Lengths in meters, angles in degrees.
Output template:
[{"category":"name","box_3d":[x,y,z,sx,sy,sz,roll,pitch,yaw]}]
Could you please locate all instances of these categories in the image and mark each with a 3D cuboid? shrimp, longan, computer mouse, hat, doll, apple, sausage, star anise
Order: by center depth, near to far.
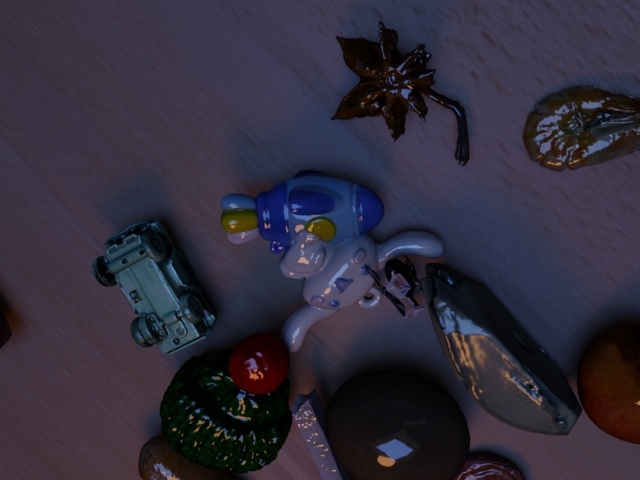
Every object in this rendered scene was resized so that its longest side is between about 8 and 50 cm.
[{"category":"shrimp","box_3d":[0.529,-0.218,1.224,0.295,0.062,0.153,-9,96,13]},{"category":"star anise","box_3d":[0.153,-0.264,1.237,0.346,0.148,0.237,39,128,-4]},{"category":"apple","box_3d":[0.607,0.268,1.238,0.230,0.230,0.229,2,104,9]},{"category":"computer mouse","box_3d":[0.328,0.226,1.281,0.145,0.228,0.429,-40,97,24]},{"category":"doll","box_3d":[0.003,0.001,1.296,0.376,0.187,0.365,-41,106,-12]},{"category":"longan","box_3d":[0.152,0.395,1.348,0.300,0.243,0.300,22,141,19]},{"category":"hat","box_3d":[-0.168,0.302,1.361,0.274,0.242,0.332,20,121,-13]},{"category":"sausage","box_3d":[-0.214,0.629,1.515,0.501,0.136,0.123,45,125,-5]}]

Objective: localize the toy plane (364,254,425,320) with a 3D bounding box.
[{"category":"toy plane","box_3d":[0.160,0.092,1.286,0.078,0.053,0.197,-28,134,11]}]

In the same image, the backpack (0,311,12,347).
[{"category":"backpack","box_3d":[-0.890,0.175,1.484,0.317,0.197,0.283,-24,100,19]}]

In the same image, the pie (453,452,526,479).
[{"category":"pie","box_3d":[0.363,0.550,1.444,0.183,0.049,0.182,1,105,4]}]

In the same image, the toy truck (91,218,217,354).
[{"category":"toy truck","box_3d":[-0.343,0.099,1.393,0.155,0.156,0.278,-27,97,14]}]

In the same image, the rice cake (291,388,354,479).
[{"category":"rice cake","box_3d":[0.015,0.462,1.416,0.056,0.072,0.364,-13,119,15]}]
